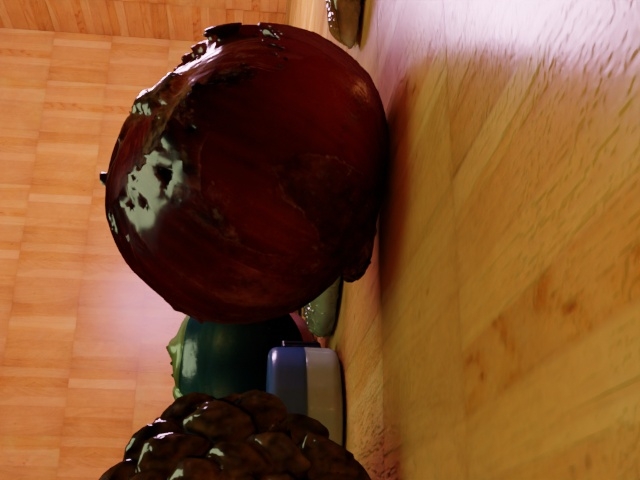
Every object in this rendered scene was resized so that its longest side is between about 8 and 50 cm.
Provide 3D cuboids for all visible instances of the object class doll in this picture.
[{"bbox_3d":[-0.114,0.131,1.215,0.198,0.186,0.321,39,-127,-60],"label":"doll"}]

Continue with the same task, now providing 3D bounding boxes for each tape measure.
[{"bbox_3d":[-0.024,0.281,0.966,0.351,0.098,0.215,-96,9,-48],"label":"tape measure"}]

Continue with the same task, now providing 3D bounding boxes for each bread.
[{"bbox_3d":[0.026,-0.292,1.000,0.129,0.044,0.126,-109,21,-68],"label":"bread"},{"bbox_3d":[0.000,0.000,1.136,0.267,0.040,0.267,-177,90,-85],"label":"bread"}]

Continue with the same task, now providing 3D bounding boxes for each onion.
[{"bbox_3d":[-0.057,-0.055,0.749,0.276,0.276,0.276,-177,90,-85],"label":"onion"}]

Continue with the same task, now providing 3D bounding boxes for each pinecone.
[{"bbox_3d":[-0.069,0.239,0.676,0.257,0.244,0.243,-172,85,-75],"label":"pinecone"}]

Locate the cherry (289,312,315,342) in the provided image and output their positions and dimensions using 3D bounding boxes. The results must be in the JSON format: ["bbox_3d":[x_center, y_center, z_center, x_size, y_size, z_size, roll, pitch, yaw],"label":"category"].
[{"bbox_3d":[-0.051,0.168,1.357,0.126,0.087,0.106,72,-176,-45],"label":"cherry"}]

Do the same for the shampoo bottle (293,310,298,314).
[{"bbox_3d":[-0.082,0.158,1.760,0.284,0.071,0.153,-92,11,-58],"label":"shampoo bottle"}]
